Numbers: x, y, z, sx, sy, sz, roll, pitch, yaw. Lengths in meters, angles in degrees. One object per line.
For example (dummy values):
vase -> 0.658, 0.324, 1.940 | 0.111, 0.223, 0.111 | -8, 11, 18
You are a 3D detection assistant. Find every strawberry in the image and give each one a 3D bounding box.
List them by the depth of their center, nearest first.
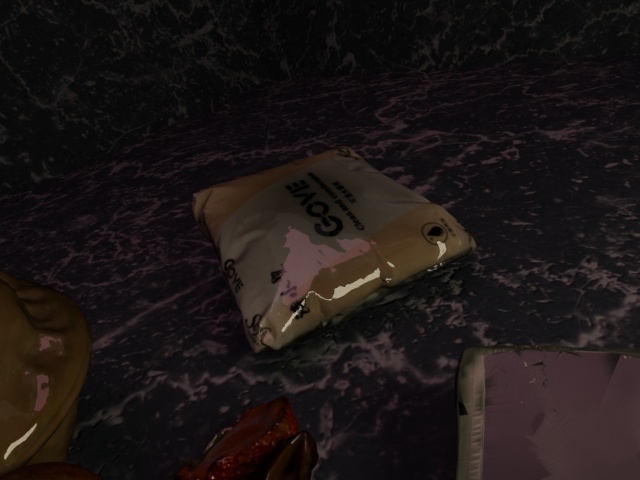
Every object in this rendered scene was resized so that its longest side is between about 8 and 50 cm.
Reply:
strawberry -> -0.072, 0.224, 0.595 | 0.146, 0.082, 0.187 | -45, 2, -43

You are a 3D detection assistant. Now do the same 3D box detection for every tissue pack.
tissue pack -> 0.000, 0.000, 0.941 | 0.390, 0.195, 0.375 | -25, 41, -19

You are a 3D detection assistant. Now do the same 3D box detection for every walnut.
walnut -> -0.454, 0.166, 0.631 | 0.384, 0.383, 0.383 | -12, 27, 6

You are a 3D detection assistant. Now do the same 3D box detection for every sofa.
sofa -> 0.225, 0.216, 0.509 | 0.210, 0.176, 0.225 | -5, 57, 20

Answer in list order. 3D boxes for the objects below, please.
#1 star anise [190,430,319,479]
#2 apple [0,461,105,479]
star anise -> -0.052, 0.277, 0.464 | 0.220, 0.125, 0.190 | -24, 70, -28
apple -> -0.238, 0.289, 0.470 | 0.173, 0.188, 0.188 | -57, 29, 8
